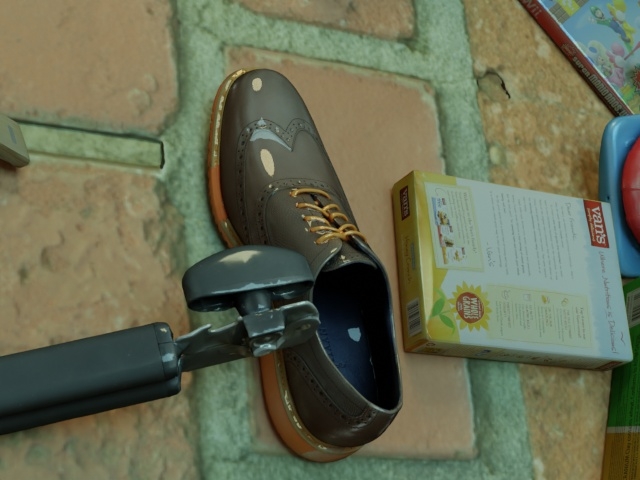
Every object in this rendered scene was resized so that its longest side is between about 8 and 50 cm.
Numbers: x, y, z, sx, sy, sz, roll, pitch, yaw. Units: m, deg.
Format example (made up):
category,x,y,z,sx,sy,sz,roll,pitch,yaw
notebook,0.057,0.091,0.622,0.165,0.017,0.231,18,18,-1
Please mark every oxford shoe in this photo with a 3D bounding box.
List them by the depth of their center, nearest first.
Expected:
category,x,y,z,sx,sy,sz,roll,pitch,yaw
oxford shoe,0.000,0.000,1.135,0.130,0.133,0.363,-8,73,-31

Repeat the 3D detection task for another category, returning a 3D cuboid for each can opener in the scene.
category,x,y,z,sx,sy,sz,roll,pitch,yaw
can opener,-0.139,0.074,1.016,0.284,0.076,0.095,-12,65,-11

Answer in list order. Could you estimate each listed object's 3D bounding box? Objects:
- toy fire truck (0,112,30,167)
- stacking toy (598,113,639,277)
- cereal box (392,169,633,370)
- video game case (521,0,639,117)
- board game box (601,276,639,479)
category,x,y,z,sx,sy,sz,roll,pitch,yaw
toy fire truck,-0.332,-0.051,0.984,0.246,0.158,0.217,-10,74,-21
stacking toy,0.429,-0.051,1.282,0.166,0.302,0.175,-5,92,-28
cereal box,0.188,0.032,1.277,0.240,0.047,0.173,9,65,-26
video game case,0.369,-0.226,1.503,0.285,0.025,0.204,50,55,-1
board game box,0.441,0.197,1.335,0.317,0.064,0.242,24,59,-18
